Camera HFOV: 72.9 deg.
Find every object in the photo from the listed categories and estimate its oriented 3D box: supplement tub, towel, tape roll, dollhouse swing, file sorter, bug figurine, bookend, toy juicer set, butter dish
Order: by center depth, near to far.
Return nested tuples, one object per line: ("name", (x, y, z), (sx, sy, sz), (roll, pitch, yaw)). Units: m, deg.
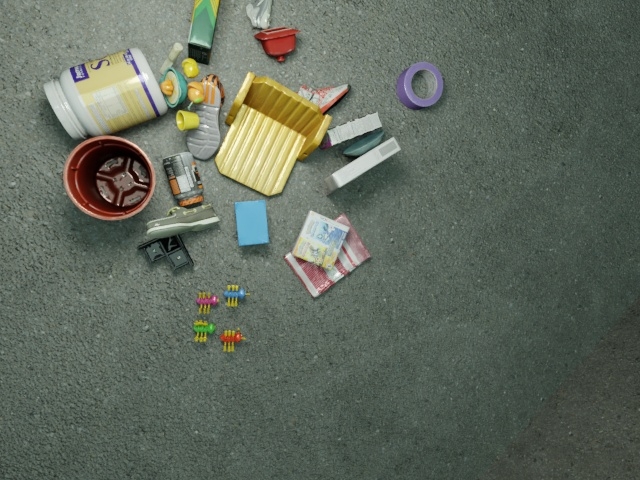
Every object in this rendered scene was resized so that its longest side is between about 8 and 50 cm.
("supplement tub", (-0.734, -0.502, 1.504), (0.332, 0.241, 0.240), (-25, 102, -13))
("toy juicer set", (-0.505, -0.563, 1.509), (0.090, 0.209, 0.329), (-13, 64, -40))
("supplement tub", (-0.520, -0.233, 1.656), (0.117, 0.117, 0.190), (-18, 101, -14))
("dollhouse swing", (-0.204, -0.379, 1.657), (0.347, 0.315, 0.304), (26, 74, -17))
("bookend", (-0.601, 0.058, 1.685), (0.157, 0.072, 0.156), (-26, 102, -12))
("butter dish", (-0.164, -0.768, 1.706), (0.160, 0.160, 0.118), (-18, 123, -14))
("file sorter", (-0.282, -0.073, 1.747), (0.118, 0.104, 0.170), (-6, 97, -15))
("bug figurine", (-0.405, 0.306, 1.767), (0.217, 0.072, 0.278), (6, 99, -10))
("towel", (0.034, 0.067, 1.888), (0.329, 0.037, 0.237), (-36, 103, -10))
("tape roll", (0.437, -0.678, 1.905), (0.189, 0.080, 0.188), (-2, 97, -16))

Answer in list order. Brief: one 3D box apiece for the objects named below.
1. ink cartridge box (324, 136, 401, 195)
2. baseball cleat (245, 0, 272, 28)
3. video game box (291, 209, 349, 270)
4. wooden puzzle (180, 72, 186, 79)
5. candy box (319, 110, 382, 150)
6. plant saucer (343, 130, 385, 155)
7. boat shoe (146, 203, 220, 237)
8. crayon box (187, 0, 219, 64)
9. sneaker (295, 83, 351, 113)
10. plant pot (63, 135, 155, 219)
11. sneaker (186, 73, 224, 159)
("ink cartridge box", (0.153, -0.296, 1.773), (0.296, 0.261, 0.066), (-32, 95, -11))
("baseball cleat", (-0.236, -0.935, 1.692), (0.110, 0.072, 0.205), (6, 85, -2))
("video game box", (0.000, 0.000, 1.835), (0.187, 0.048, 0.205), (22, 89, -11))
("wooden puzzle", (-0.558, -0.621, 1.664), (0.083, 0.006, 0.049), (4, 94, -16))
("candy box", (0.117, -0.452, 1.795), (0.234, 0.159, 0.071), (-22, 100, -12))
("plant saucer", (0.187, -0.395, 1.803), (0.195, 0.195, 0.037), (-34, 107, -10))
("boat shoe", (-0.521, -0.078, 1.626), (0.305, 0.109, 0.091), (-16, 82, -50))
("crayon box", (-0.416, -0.838, 1.580), (0.083, 0.203, 0.322), (9, 93, -17))
("sneaker", (-0.004, -0.600, 1.781), (0.145, 0.090, 0.270), (46, 74, -3))
("plant pot", (-0.715, -0.211, 1.526), (0.273, 0.265, 0.272), (-1, 95, -16))
("sneaker", (-0.423, -0.477, 1.660), (0.125, 0.180, 0.321), (15, 125, -12))
